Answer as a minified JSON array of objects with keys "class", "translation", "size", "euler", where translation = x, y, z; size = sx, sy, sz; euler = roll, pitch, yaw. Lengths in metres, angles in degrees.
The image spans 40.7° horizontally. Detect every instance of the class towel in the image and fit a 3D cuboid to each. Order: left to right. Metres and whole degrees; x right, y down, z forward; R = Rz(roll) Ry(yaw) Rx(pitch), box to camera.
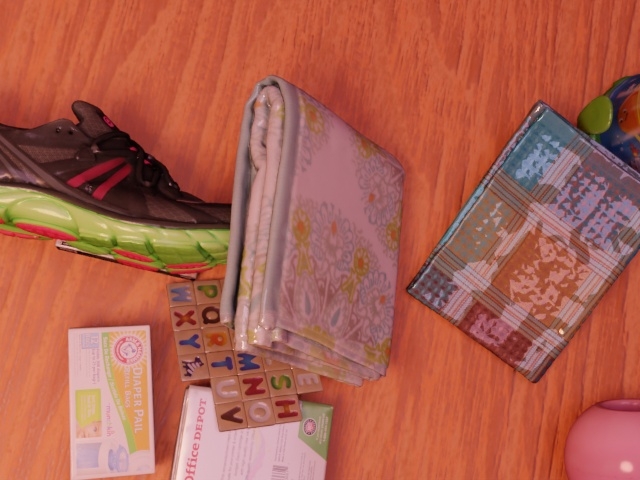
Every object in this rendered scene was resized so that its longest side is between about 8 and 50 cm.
[{"class":"towel","translation":[0.000,0.000,1.209],"size":[0.320,0.090,0.374],"euler":[30,61,-51]},{"class":"towel","translation":[0.345,0.005,1.357],"size":[0.271,0.040,0.370],"euler":[36,91,-3]}]

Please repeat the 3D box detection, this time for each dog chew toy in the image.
[{"class":"dog chew toy","translation":[0.474,0.411,1.290],"size":[0.207,0.206,0.331],"euler":[-2,89,-12]}]

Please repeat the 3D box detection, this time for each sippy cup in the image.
[{"class":"sippy cup","translation":[0.593,-0.189,1.393],"size":[0.305,0.224,0.240],"euler":[-34,90,-15]}]

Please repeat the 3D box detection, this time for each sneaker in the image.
[{"class":"sneaker","translation":[-0.286,-0.082,1.175],"size":[0.483,0.185,0.202],"euler":[16,75,-13]}]

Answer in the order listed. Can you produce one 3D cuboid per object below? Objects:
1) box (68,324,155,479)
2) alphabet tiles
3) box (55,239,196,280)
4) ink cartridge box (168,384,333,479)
[{"class":"box","translation":[-0.289,0.221,1.201],"size":[0.114,0.103,0.203],"euler":[-3,82,-12]},{"class":"alphabet tiles","translation":[-0.107,0.156,1.240],"size":[0.198,0.009,0.237],"euler":[-4,57,-19]},{"class":"box","translation":[-0.273,-0.018,1.279],"size":[0.207,0.036,0.114],"euler":[14,78,-9]},{"class":"ink cartridge box","translation":[-0.102,0.297,1.235],"size":[0.212,0.093,0.154],"euler":[10,78,-12]}]
